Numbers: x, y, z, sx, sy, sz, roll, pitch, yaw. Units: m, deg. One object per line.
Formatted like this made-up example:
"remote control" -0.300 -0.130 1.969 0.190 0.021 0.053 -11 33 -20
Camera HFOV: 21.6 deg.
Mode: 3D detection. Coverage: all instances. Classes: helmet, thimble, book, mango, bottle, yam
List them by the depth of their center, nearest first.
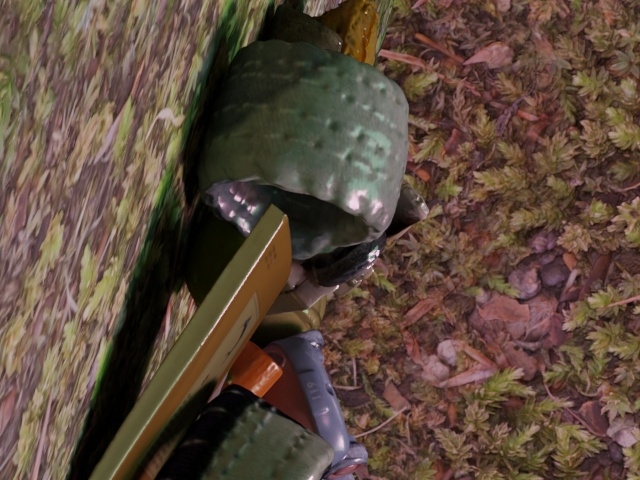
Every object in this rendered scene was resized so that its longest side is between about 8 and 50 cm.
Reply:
"book" -0.142 0.159 1.704 0.389 0.032 0.269 -57 172 -15
"thimble" -0.102 0.274 1.731 0.237 0.150 0.237 -55 173 -9
"thimble" -0.013 -0.088 1.756 0.250 0.205 0.172 43 55 -58
"mango" -0.099 0.014 1.894 0.163 0.089 0.117 -67 176 -56
"yam" -0.034 -0.182 1.947 0.107 0.107 0.183 91 14 -75
"bottle" -0.132 0.212 2.115 0.187 0.069 0.069 -48 170 -12
"helmet" -0.062 0.087 2.323 0.257 0.137 0.204 98 9 -64

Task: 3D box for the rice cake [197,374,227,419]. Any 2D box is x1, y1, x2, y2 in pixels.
"rice cake" -0.136 0.135 2.047 0.365 0.073 0.056 -70 173 -61

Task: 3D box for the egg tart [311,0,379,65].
"egg tart" -0.007 -0.185 2.146 0.294 0.123 0.294 14 90 -89

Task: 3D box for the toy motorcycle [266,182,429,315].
"toy motorcycle" 0.000 0.000 1.989 0.223 0.108 0.341 -45 -163 -29

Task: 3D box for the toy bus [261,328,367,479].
"toy bus" -0.082 0.264 2.266 0.294 0.232 0.197 108 -37 -69
